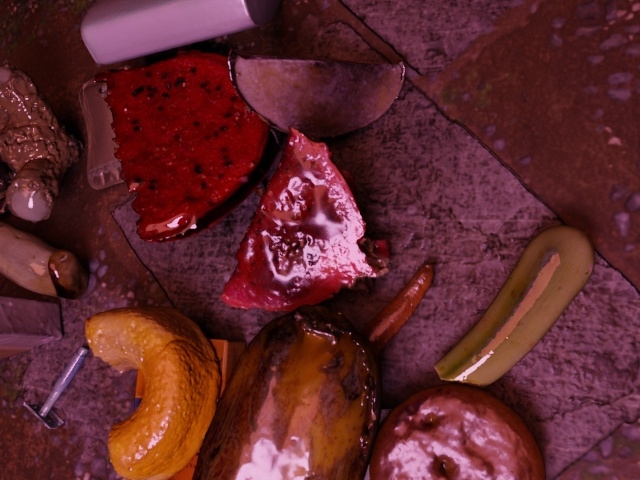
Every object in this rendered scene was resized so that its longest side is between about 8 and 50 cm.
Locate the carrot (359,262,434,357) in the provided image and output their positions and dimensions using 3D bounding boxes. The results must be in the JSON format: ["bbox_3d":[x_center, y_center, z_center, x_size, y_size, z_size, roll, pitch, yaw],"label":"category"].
[{"bbox_3d":[0.094,0.110,0.781,0.047,0.047,0.191,43,95,21],"label":"carrot"}]

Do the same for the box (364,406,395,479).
[{"bbox_3d":[0.061,0.311,0.757,0.270,0.045,0.210,-9,77,19],"label":"box"}]

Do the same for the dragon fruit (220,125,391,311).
[{"bbox_3d":[0.000,0.000,0.803,0.211,0.134,0.262,32,108,11],"label":"dragon fruit"}]

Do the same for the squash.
[{"bbox_3d":[0.246,0.087,0.714,0.083,0.083,0.250,40,98,22],"label":"squash"}]

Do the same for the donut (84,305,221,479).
[{"bbox_3d":[-0.224,0.187,0.796,0.152,0.101,0.259,-26,68,8],"label":"donut"}]

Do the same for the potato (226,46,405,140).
[{"bbox_3d":[-0.020,-0.217,0.846,0.100,0.261,0.120,-132,45,-60],"label":"potato"}]

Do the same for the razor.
[{"bbox_3d":[-0.431,0.238,0.962,0.068,0.040,0.135,31,85,22],"label":"razor"}]

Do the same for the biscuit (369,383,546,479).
[{"bbox_3d":[0.160,0.278,0.682,0.212,0.036,0.212,-3,80,18],"label":"biscuit"}]

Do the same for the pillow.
[{"bbox_3d":[-0.365,-0.201,1.013,0.130,0.033,0.217,-13,76,19],"label":"pillow"}]

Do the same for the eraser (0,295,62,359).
[{"bbox_3d":[-0.625,0.176,0.983,0.343,0.144,0.078,-18,73,17],"label":"eraser"}]

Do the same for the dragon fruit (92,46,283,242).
[{"bbox_3d":[-0.178,-0.155,0.892,0.282,0.100,0.343,-19,64,-2],"label":"dragon fruit"}]

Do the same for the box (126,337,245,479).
[{"bbox_3d":[-0.200,0.263,0.851,0.152,0.070,0.237,-1,82,20],"label":"box"}]

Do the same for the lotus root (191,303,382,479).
[{"bbox_3d":[-0.048,0.272,0.683,0.196,0.179,0.397,20,89,21],"label":"lotus root"}]

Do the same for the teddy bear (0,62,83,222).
[{"bbox_3d":[-0.555,-0.149,1.010,0.256,0.156,0.267,-10,90,19],"label":"teddy bear"}]

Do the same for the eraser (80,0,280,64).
[{"bbox_3d":[-0.220,-0.375,0.923,0.290,0.104,0.189,-6,33,19],"label":"eraser"}]

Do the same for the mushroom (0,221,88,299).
[{"bbox_3d":[-0.541,0.017,1.000,0.333,0.107,0.087,21,52,23],"label":"mushroom"}]
